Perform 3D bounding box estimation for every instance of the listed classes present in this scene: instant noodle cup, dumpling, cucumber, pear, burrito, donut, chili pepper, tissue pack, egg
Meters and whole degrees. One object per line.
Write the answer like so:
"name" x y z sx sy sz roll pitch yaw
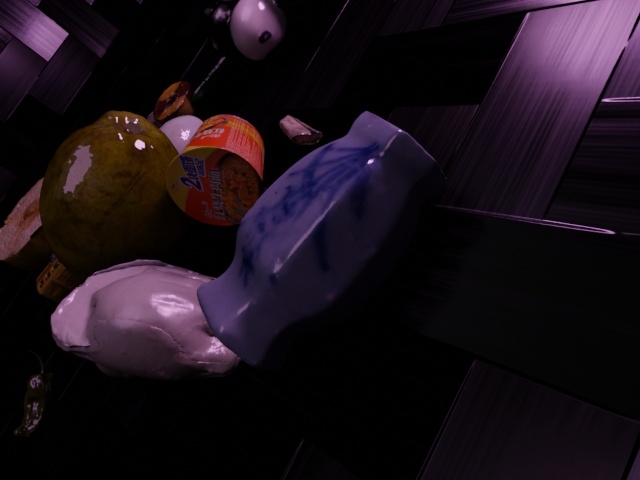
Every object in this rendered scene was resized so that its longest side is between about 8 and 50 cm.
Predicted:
"instant noodle cup" -0.214 -0.164 1.242 0.213 0.213 0.174 -28 34 28
"dumpling" -0.297 0.135 1.061 0.341 0.181 0.260 -10 37 22
"cucumber" -0.304 -0.542 1.755 0.284 0.056 0.056 -49 37 -2
"pear" -0.851 -0.047 1.804 0.386 0.191 0.340 -8 56 39
"burrito" -0.050 -0.242 1.248 0.055 0.041 0.149 -39 37 -5
"donut" -0.462 -0.436 1.818 0.184 0.073 0.166 0 59 45
"chili pepper" -0.693 0.381 1.389 0.072 0.073 0.204 -3 68 24
"tissue pack" -0.575 -0.417 1.952 0.063 0.035 0.083 -32 42 24
"pear" -0.459 -0.080 1.299 0.352 0.351 0.414 42 127 53
"egg" -0.373 -0.245 1.501 0.151 0.151 0.209 -9 53 42

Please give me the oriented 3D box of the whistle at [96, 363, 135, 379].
"whistle" -0.415 0.204 1.224 0.141 0.141 0.294 -50 19 2

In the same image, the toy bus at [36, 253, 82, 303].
"toy bus" -0.657 0.026 1.592 0.335 0.121 0.123 -50 33 5

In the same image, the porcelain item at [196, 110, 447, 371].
"porcelain item" 0.000 0.000 0.885 0.405 0.178 0.242 -47 36 3

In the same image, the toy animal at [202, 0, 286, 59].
"toy animal" -0.202 -0.615 1.609 0.235 0.165 0.187 12 86 35

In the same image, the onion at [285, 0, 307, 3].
"onion" -0.057 -0.717 1.540 0.283 0.120 0.227 -9 30 8
